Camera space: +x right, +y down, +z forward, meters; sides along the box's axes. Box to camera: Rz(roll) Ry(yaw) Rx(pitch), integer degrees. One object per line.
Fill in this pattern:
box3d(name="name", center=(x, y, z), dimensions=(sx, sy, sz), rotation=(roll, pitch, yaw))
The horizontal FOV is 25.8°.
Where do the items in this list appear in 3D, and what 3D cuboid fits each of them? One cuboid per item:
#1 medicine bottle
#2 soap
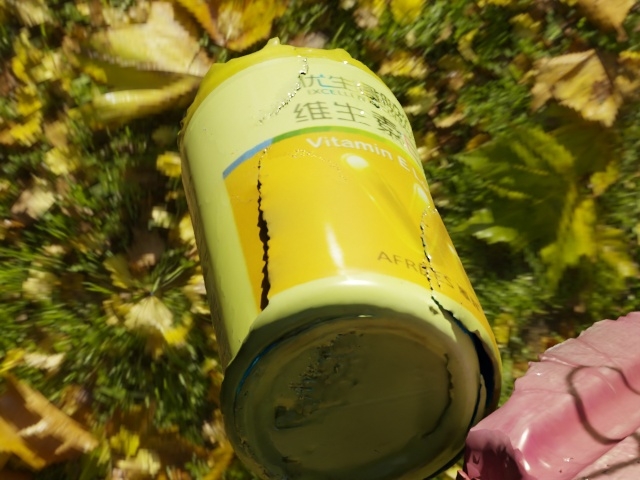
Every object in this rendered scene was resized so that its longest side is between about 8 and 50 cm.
box3d(name="medicine bottle", center=(0.000, 0.000, 0.653), dimensions=(0.124, 0.239, 0.124), rotation=(-6, 128, -8))
box3d(name="soap", center=(0.170, 0.110, 0.575), dimensions=(0.182, 0.289, 0.112), rotation=(11, 107, 34))
